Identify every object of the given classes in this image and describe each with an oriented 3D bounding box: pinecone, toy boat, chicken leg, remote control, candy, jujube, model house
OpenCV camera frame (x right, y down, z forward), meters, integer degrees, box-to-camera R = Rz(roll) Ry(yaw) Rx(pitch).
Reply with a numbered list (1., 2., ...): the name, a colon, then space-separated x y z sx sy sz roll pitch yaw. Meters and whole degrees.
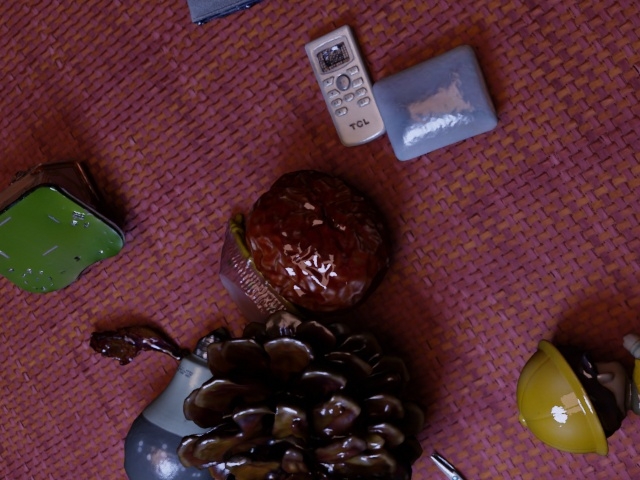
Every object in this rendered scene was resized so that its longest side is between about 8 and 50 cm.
1. pinecone: -0.044 0.311 1.402 0.398 0.398 0.397 4 100 21
2. toy boat: -0.088 0.103 1.551 0.317 0.099 0.141 55 154 5
3. chicken leg: -0.348 0.197 1.694 0.205 0.053 0.093 -3 121 29
4. remote control: 0.045 -0.250 1.468 0.088 0.029 0.189 -20 92 24
5. candy: 0.177 -0.212 1.398 0.174 0.071 0.138 -19 92 24
6. jujube: 0.000 0.000 1.438 0.232 0.213 0.213 39 111 14
7. model house: -0.506 -0.044 1.687 0.294 0.153 0.207 -28 131 32

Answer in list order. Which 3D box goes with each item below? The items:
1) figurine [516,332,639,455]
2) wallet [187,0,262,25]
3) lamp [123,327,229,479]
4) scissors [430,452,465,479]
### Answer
1. figurine: 0.420 0.231 1.323 0.257 0.167 0.192 -4 124 20
2. wallet: -0.144 -0.473 1.502 0.222 0.036 0.167 -13 94 24
3. lamp: -0.248 0.317 1.600 0.182 0.182 0.313 20 106 18
4. scissors: 0.231 0.404 1.514 0.119 0.014 0.058 42 111 6
